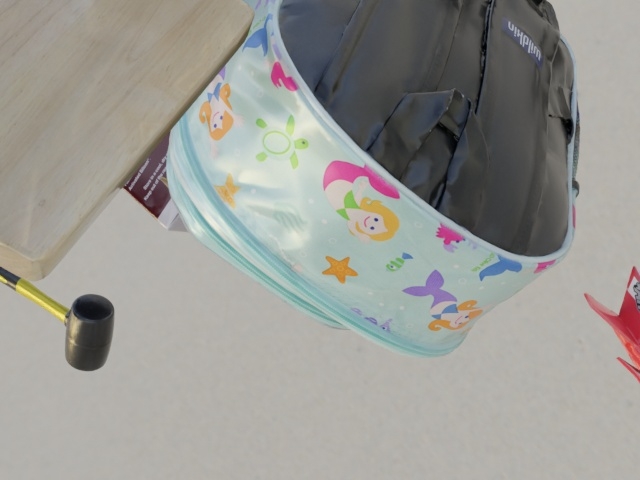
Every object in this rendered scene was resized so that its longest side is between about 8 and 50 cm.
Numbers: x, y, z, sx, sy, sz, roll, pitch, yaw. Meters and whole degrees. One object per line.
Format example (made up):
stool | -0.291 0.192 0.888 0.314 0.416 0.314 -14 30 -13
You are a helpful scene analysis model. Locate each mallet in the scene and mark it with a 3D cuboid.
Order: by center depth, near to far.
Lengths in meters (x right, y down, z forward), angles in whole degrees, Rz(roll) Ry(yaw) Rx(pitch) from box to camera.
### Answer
mallet | -0.253 0.049 1.128 0.189 0.062 0.039 25 37 26

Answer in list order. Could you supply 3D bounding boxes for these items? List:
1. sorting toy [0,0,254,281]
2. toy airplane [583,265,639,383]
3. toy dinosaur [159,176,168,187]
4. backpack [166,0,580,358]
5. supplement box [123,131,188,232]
sorting toy | -0.115 -0.049 0.422 0.274 0.132 0.046 -57 -7 -39
toy airplane | 0.177 0.075 0.668 0.028 0.151 0.151 -39 30 23
toy dinosaur | 0.000 0.000 0.931 0.211 0.112 0.064 -9 -7 -7
backpack | 0.029 -0.060 0.727 0.191 0.225 0.253 -44 21 29
supplement box | -0.148 -0.103 1.058 0.239 0.130 0.073 41 105 22
